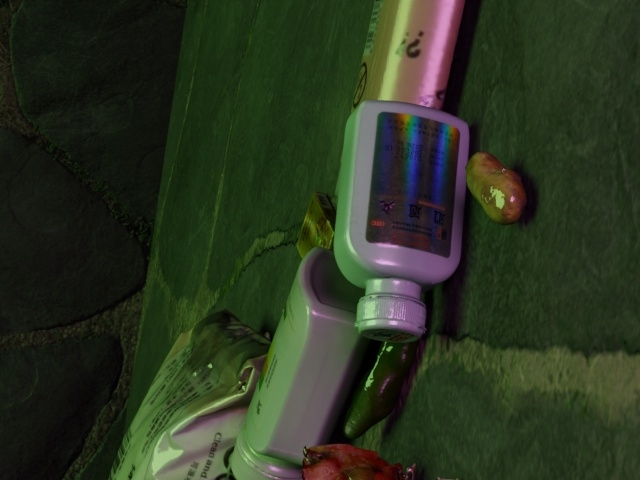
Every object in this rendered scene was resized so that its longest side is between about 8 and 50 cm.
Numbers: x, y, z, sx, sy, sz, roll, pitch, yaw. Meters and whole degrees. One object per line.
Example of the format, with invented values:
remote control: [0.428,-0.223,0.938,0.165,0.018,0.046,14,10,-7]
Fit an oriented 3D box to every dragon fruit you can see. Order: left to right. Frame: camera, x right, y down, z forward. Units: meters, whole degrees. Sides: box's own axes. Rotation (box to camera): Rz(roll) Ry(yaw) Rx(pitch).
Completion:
dragon fruit: [0.049,0.256,1.302,0.102,0.096,0.147,-89,-25,-48]

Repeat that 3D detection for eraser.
eraser: [0.091,-0.179,1.483,0.171,0.087,0.290,-154,77,-78]

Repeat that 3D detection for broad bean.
broad bean: [0.071,0.128,1.403,0.061,0.046,0.195,-90,19,-77]

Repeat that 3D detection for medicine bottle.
medicine bottle: [-0.018,0.164,1.590,0.161,0.111,0.296,-82,9,-57]
medicine bottle: [0.077,-0.017,1.332,0.083,0.121,0.229,142,137,-68]

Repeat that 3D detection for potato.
potato: [0.158,-0.045,1.206,0.045,0.046,0.092,-59,32,17]

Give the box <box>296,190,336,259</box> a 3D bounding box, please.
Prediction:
box: [0.000,0.000,1.815,0.156,0.022,0.089,-112,35,-65]

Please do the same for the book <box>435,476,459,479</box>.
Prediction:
book: [0.112,0.326,1.140,0.228,0.024,0.160,-113,36,-65]

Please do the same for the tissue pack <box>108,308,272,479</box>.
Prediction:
tissue pack: [-0.173,0.292,1.926,0.390,0.195,0.375,-151,79,-75]
